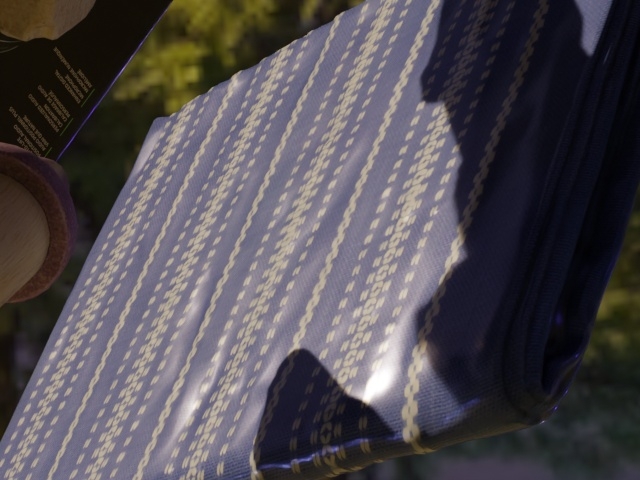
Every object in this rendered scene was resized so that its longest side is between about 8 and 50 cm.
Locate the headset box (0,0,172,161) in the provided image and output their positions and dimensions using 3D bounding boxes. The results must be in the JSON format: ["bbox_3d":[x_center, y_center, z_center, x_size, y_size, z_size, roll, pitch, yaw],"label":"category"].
[{"bbox_3d":[-0.263,-0.153,1.287,0.131,0.283,0.246,9,-35,41],"label":"headset box"}]

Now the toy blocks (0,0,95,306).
[{"bbox_3d":[-0.159,-0.148,0.698,0.288,0.309,0.260,17,25,9],"label":"toy blocks"}]

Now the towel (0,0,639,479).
[{"bbox_3d":[0.000,0.000,0.719,0.040,0.243,0.336,38,-36,-23],"label":"towel"}]
